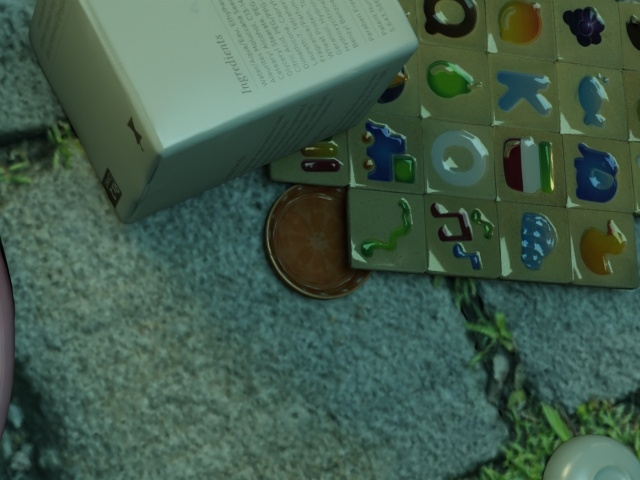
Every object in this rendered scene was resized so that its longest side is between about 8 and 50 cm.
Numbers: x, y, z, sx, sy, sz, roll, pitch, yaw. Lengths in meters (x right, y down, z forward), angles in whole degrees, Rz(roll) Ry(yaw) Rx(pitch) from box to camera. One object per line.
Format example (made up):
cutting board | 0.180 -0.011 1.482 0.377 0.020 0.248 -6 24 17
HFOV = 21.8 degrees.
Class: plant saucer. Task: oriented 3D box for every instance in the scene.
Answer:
plant saucer | 0.000 0.000 1.140 0.083 0.013 0.083 5 75 -20

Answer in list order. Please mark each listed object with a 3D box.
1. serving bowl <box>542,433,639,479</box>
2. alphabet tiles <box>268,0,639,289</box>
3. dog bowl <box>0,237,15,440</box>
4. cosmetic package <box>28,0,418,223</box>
serving bowl | 0.200 0.177 1.174 0.083 0.027 0.083 5 77 -22
alphabet tiles | 0.122 -0.109 1.207 0.342 0.011 0.285 4 72 -21
dog bowl | -0.342 0.058 0.866 0.408 0.150 0.408 0 89 -29
cosmetic package | -0.067 -0.127 1.053 0.183 0.151 0.151 -24 82 -21
